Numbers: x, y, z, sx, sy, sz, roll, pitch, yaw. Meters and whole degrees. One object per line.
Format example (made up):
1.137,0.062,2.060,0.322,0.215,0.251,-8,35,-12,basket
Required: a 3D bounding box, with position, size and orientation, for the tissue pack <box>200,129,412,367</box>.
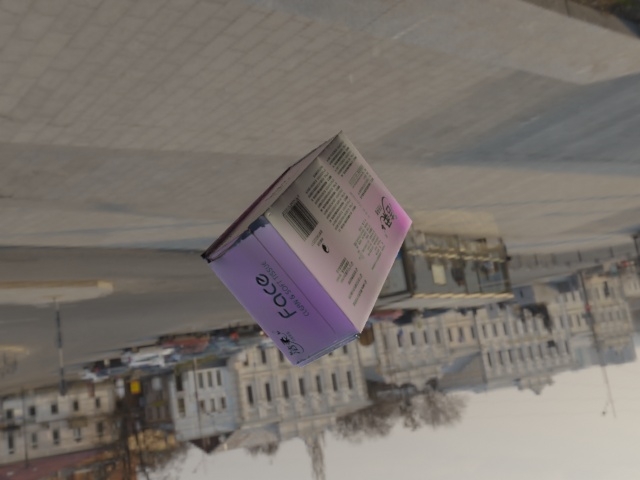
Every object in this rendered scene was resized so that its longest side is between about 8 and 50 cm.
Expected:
0.000,0.000,0.755,0.092,0.149,0.246,-33,-169,30,tissue pack
